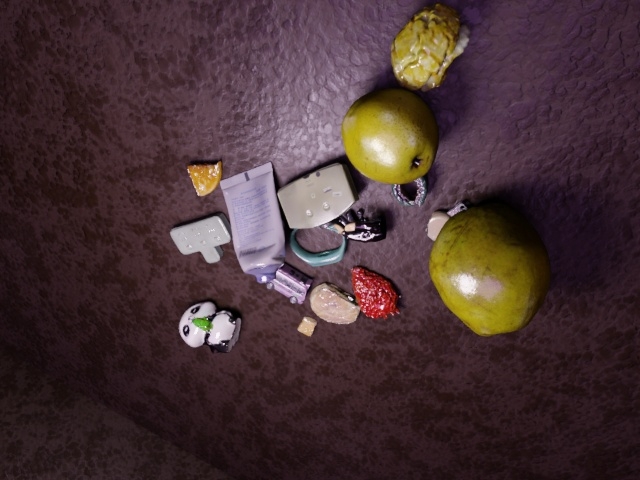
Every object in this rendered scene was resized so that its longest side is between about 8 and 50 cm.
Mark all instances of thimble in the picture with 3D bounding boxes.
[{"bbox_3d":[0.294,-0.184,1.369,0.118,0.090,0.135,-1,121,20],"label":"thimble"}]

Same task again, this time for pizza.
[{"bbox_3d":[-0.445,-0.247,1.579,0.130,0.041,0.178,25,123,-2],"label":"pizza"}]

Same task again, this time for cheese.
[{"bbox_3d":[0.422,-0.071,1.422,0.092,0.048,0.171,23,124,-1],"label":"cheese"}]

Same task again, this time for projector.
[{"bbox_3d":[-0.002,-0.140,1.455,0.269,0.088,0.194,-20,90,25],"label":"projector"}]

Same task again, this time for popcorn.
[{"bbox_3d":[0.287,-0.515,1.118,0.183,0.204,0.221,30,136,-3],"label":"popcorn"}]

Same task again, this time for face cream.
[{"bbox_3d":[-0.239,-0.053,1.515,0.234,0.137,0.421,-16,83,25],"label":"face cream"}]

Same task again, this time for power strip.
[{"bbox_3d":[-0.477,0.001,1.723,0.264,0.059,0.194,-15,114,23],"label":"power strip"}]

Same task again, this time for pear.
[{"bbox_3d":[0.207,-0.300,1.207,0.294,0.294,0.295,7,121,12],"label":"pear"},{"bbox_3d":[0.521,0.078,1.277,0.351,0.352,0.414,-14,74,23],"label":"pear"}]

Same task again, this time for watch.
[{"bbox_3d":[0.000,0.000,1.582,0.236,0.068,0.195,-11,114,26],"label":"watch"}]

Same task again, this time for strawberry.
[{"bbox_3d":[0.210,0.205,1.615,0.174,0.098,0.228,-16,115,23],"label":"strawberry"}]

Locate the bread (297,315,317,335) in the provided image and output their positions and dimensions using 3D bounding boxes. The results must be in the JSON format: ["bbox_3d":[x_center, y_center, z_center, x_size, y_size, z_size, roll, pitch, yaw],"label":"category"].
[{"bbox_3d":[-0.058,0.378,1.835,0.070,0.035,0.083,24,117,1],"label":"bread"}]

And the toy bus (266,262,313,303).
[{"bbox_3d":[-0.132,0.165,1.697,0.198,0.096,0.108,31,119,1],"label":"toy bus"}]

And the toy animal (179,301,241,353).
[{"bbox_3d":[-0.501,0.388,1.871,0.266,0.213,0.213,18,123,-2],"label":"toy animal"}]

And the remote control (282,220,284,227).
[{"bbox_3d":[-0.200,-0.009,1.646,0.073,0.044,0.229,48,130,14],"label":"remote control"}]

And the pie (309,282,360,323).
[{"bbox_3d":[0.052,0.276,1.731,0.218,0.052,0.185,32,122,-6],"label":"pie"}]

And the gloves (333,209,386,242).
[{"bbox_3d":[0.138,-0.039,1.477,0.180,0.129,0.106,-2,121,18],"label":"gloves"}]
